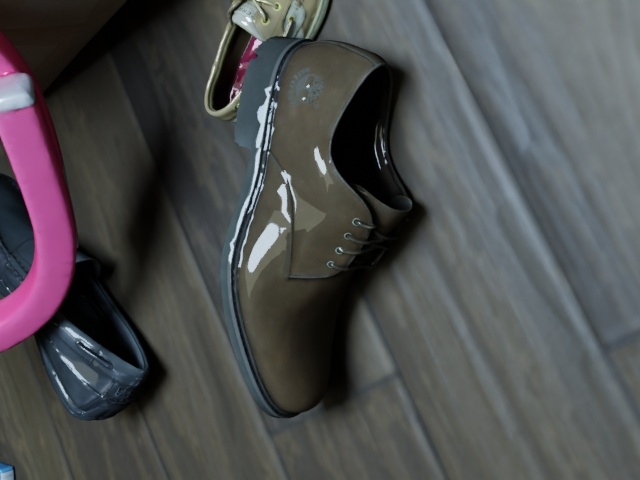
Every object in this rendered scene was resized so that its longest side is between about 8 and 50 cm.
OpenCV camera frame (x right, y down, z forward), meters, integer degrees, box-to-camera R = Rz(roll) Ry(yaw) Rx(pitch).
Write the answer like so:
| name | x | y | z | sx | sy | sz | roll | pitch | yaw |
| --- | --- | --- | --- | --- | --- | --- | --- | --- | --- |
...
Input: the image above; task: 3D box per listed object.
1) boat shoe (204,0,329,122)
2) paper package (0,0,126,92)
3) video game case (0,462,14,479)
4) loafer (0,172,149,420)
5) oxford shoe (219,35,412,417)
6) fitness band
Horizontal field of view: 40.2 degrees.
| name | x | y | z | sx | sy | sz | roll | pitch | yaw |
| --- | --- | --- | --- | --- | --- | --- | --- | --- | --- |
| boat shoe | -0.033 | -0.131 | 0.534 | 0.050 | 0.045 | 0.135 | 34 | 115 | 31 |
| paper package | -0.239 | -0.278 | 0.567 | 0.325 | 0.168 | 0.309 | -23 | 79 | 51 |
| video game case | -0.327 | 0.289 | 0.841 | 0.119 | 0.015 | 0.166 | 1 | 96 | 38 |
| loafer | -0.202 | 0.031 | 0.675 | 0.078 | 0.076 | 0.223 | -43 | 74 | 28 |
| oxford shoe | 0.000 | 0.000 | 0.502 | 0.096 | 0.083 | 0.227 | 12 | 104 | 33 |
| fitness band | -0.261 | -0.023 | 0.530 | 0.290 | 0.209 | 0.054 | 91 | 162 | -46 |
